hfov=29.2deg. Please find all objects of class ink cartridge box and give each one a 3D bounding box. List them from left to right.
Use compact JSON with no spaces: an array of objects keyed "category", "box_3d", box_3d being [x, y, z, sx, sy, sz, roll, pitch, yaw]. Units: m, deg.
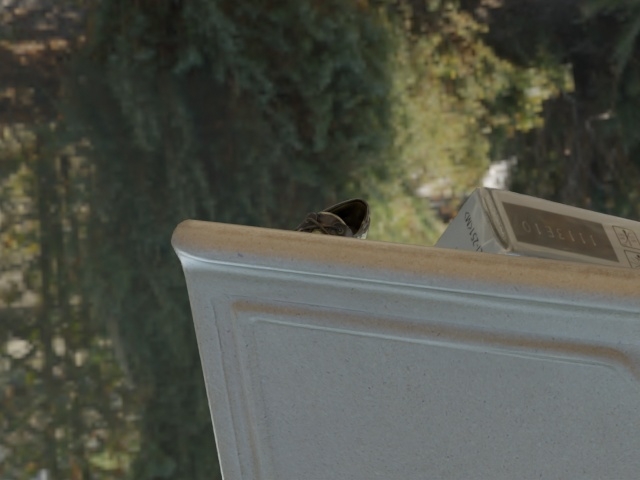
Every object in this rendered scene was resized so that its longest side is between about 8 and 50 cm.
[{"category":"ink cartridge box","box_3d":[0.162,0.088,0.787,0.275,0.060,0.239,11,132,-25]}]

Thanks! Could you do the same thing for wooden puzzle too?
[{"category":"wooden puzzle","box_3d":[0.074,0.090,0.397,0.221,0.044,0.238,6,130,18]}]

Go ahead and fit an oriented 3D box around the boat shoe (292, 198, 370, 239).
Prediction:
[{"category":"boat shoe","box_3d":[0.000,0.000,0.974,0.056,0.049,0.152,20,-159,13]}]
